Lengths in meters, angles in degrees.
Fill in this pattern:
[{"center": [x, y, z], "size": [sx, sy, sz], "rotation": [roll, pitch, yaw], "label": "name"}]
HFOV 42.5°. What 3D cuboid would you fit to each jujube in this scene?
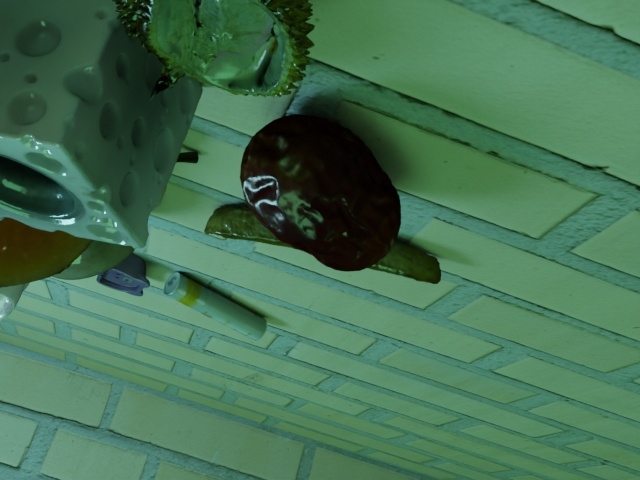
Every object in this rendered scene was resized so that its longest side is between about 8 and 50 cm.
[{"center": [0.004, -0.056, 1.069], "size": [0.174, 0.174, 0.250], "rotation": [2, 151, 31], "label": "jujube"}]

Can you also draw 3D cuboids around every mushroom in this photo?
[{"center": [-0.410, -0.038, 1.403], "size": [0.204, 0.204, 0.204], "rotation": [14, 157, 6], "label": "mushroom"}]

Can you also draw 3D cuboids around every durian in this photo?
[{"center": [-0.095, -0.228, 0.772], "size": [0.193, 0.138, 0.237], "rotation": [24, 154, -26], "label": "durian"}]

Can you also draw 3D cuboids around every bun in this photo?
[{"center": [-0.467, -0.081, 1.201], "size": [0.299, 0.299, 0.165], "rotation": [43, -172, -48], "label": "bun"}]

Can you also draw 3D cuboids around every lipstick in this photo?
[{"center": [-0.230, 0.150, 1.847], "size": [0.059, 0.059, 0.264], "rotation": [-9, 148, 46], "label": "lipstick"}]

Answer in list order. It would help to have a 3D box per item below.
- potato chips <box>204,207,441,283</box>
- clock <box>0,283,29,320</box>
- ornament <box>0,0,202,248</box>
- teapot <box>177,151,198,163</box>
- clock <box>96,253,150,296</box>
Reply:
[{"center": [0.000, 0.000, 1.343], "size": [0.406, 0.057, 0.080], "rotation": [12, 171, 8], "label": "potato chips"}, {"center": [-0.721, 0.014, 1.572], "size": [0.368, 0.251, 0.376], "rotation": [2, 154, -40], "label": "clock"}, {"center": [-0.306, -0.160, 0.939], "size": [0.239, 0.240, 0.239], "rotation": [10, 156, 13], "label": "ornament"}, {"center": [-0.231, -0.126, 1.202], "size": [0.110, 0.080, 0.085], "rotation": [8, 139, -16], "label": "teapot"}, {"center": [-0.426, 0.071, 1.802], "size": [0.110, 0.050, 0.152], "rotation": [22, 157, -14], "label": "clock"}]
